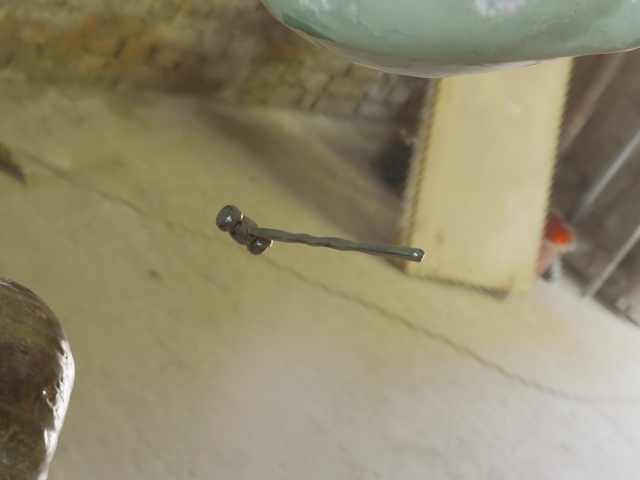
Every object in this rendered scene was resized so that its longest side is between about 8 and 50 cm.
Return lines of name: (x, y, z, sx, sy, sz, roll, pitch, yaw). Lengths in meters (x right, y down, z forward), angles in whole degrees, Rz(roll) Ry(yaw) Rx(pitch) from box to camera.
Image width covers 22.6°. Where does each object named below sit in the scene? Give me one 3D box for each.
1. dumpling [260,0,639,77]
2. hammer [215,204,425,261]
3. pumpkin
dumpling: (0.073, -0.213, 0.881, 0.320, 0.270, 0.212, 0, -11, 9)
hammer: (0.000, 0.000, 1.483, 0.058, 0.029, 0.292, 37, -17, -32)
pumpkin: (-0.361, 0.144, 1.552, 0.242, 0.232, 0.325, 4, 30, -8)
